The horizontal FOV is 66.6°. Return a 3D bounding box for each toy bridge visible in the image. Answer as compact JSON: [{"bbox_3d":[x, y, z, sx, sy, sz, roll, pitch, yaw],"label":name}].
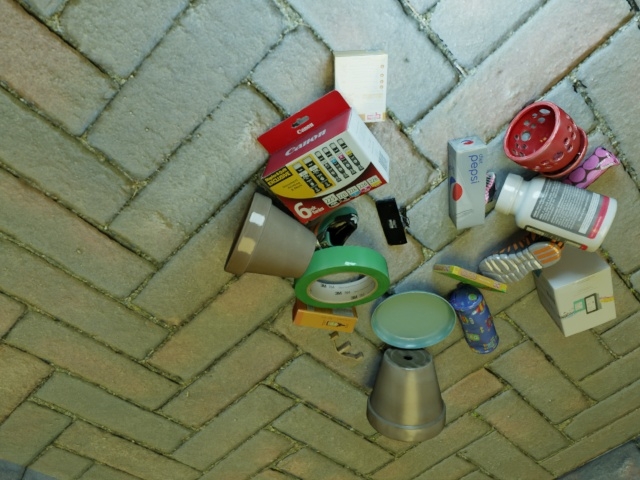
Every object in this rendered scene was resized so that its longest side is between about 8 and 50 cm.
[{"bbox_3d":[0.094,0.432,1.958,0.063,0.026,0.188,-36,120,18],"label":"toy bridge"}]

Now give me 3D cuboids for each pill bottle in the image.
[{"bbox_3d":[0.723,-0.099,1.522,0.319,0.176,0.176,23,124,18],"label":"pill bottle"}]

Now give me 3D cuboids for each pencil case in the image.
[{"bbox_3d":[0.857,-0.203,1.578,0.095,0.098,0.209,28,117,-23],"label":"pencil case"},{"bbox_3d":[0.589,0.306,1.875,0.133,0.119,0.306,-4,132,36],"label":"pencil case"}]

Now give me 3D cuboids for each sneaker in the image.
[{"bbox_3d":[0.000,0.000,1.599,0.302,0.121,0.108,-41,118,19],"label":"sneaker"},{"bbox_3d":[0.559,-0.173,1.603,0.057,0.047,0.119,-11,128,-23],"label":"sneaker"},{"bbox_3d":[0.716,0.037,1.711,0.124,0.180,0.321,50,142,-11],"label":"sneaker"}]

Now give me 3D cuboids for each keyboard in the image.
[{"bbox_3d":[0.255,-0.067,1.647,0.100,0.038,0.192,-4,129,24],"label":"keyboard"}]

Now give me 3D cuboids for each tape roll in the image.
[{"bbox_3d":[0.071,0.131,1.650,0.321,0.077,0.321,-3,148,-2],"label":"tape roll"}]

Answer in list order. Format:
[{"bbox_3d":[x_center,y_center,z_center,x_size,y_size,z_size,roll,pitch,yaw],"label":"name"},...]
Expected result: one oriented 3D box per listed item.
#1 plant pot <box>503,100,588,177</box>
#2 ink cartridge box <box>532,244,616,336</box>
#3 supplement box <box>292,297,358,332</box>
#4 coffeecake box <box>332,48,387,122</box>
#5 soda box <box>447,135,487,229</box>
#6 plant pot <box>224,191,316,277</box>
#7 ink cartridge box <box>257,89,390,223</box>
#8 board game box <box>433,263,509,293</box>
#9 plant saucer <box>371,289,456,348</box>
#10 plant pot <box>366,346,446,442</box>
[{"bbox_3d":[0.676,-0.290,1.444,0.174,0.191,0.191,21,119,-24],"label":"plant pot"},{"bbox_3d":[0.917,0.169,1.776,0.197,0.198,0.270,-24,124,8],"label":"ink cartridge box"},{"bbox_3d":[0.016,0.278,1.817,0.234,0.080,0.078,12,122,-13],"label":"supplement box"},{"bbox_3d":[0.108,-0.427,1.357,0.142,0.068,0.185,-4,124,-3],"label":"coffeecake box"},{"bbox_3d":[0.465,-0.180,1.552,0.098,0.091,0.286,-10,124,1],"label":"soda box"},{"bbox_3d":[-0.145,0.012,1.492,0.229,0.263,0.263,23,119,-13],"label":"plant pot"},{"bbox_3d":[-0.004,-0.230,1.394,0.310,0.130,0.272,-25,124,30],"label":"ink cartridge box"},{"bbox_3d":[0.549,0.140,1.761,0.260,0.124,0.039,22,83,-18],"label":"board game box"},{"bbox_3d":[0.353,0.296,1.862,0.318,0.043,0.317,2,129,3],"label":"plant saucer"},{"bbox_3d":[0.344,0.586,1.948,0.323,0.323,0.280,-3,108,-5],"label":"plant pot"}]
